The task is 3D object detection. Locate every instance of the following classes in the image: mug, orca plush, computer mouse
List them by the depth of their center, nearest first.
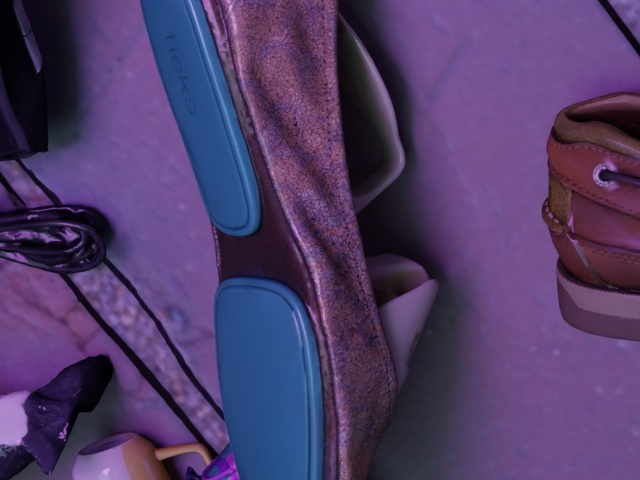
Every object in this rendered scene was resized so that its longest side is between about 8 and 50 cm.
[{"bbox_3d":[-0.218,-0.086,0.967,0.184,0.060,0.262,2,140,18],"label":"computer mouse"},{"bbox_3d":[-0.102,0.139,1.060,0.062,0.078,0.064,-6,105,59],"label":"mug"},{"bbox_3d":[-0.246,0.110,1.101,0.287,0.102,0.151,-15,62,17],"label":"orca plush"}]

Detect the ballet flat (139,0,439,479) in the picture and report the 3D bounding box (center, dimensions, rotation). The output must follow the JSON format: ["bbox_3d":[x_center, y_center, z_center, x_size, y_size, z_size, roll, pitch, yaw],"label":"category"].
[{"bbox_3d":[0.000,0.000,0.916,0.107,0.106,0.316,17,121,56],"label":"ballet flat"}]

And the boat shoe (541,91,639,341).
[{"bbox_3d":[0.241,-0.013,0.813,0.307,0.111,0.104,-1,114,22],"label":"boat shoe"}]

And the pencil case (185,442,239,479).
[{"bbox_3d":[0.002,0.159,1.011,0.064,0.070,0.151,-39,97,18],"label":"pencil case"}]
